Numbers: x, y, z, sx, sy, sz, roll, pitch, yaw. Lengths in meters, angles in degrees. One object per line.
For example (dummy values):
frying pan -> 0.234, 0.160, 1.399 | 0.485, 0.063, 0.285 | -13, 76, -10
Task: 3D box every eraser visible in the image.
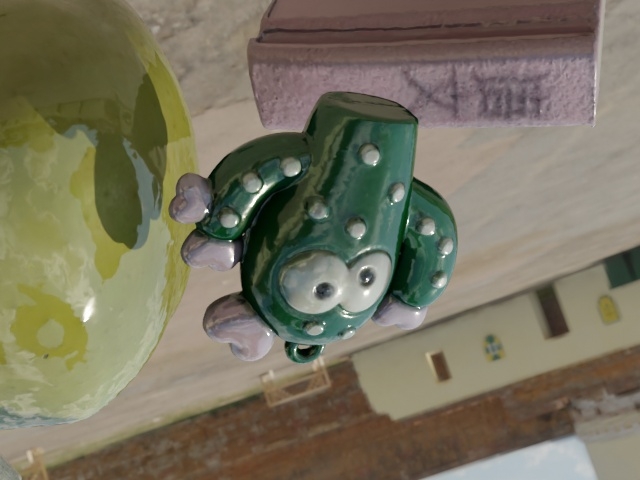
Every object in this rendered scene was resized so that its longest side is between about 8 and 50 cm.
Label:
eraser -> 0.127, -0.236, 1.015 | 0.359, 0.272, 0.122 | 3, 134, 19

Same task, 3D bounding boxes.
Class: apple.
apple -> -0.333, -0.044, 0.891 | 0.474, 0.473, 0.473 | -19, 171, -3

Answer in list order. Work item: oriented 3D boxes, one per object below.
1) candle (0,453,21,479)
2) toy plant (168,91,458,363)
candle -> -0.474, 0.339, 1.193 | 0.168, 0.068, 0.192 | -46, -163, -20
toy plant -> 0.004, 0.001, 0.754 | 0.233, 0.243, 0.112 | -19, -145, -11
